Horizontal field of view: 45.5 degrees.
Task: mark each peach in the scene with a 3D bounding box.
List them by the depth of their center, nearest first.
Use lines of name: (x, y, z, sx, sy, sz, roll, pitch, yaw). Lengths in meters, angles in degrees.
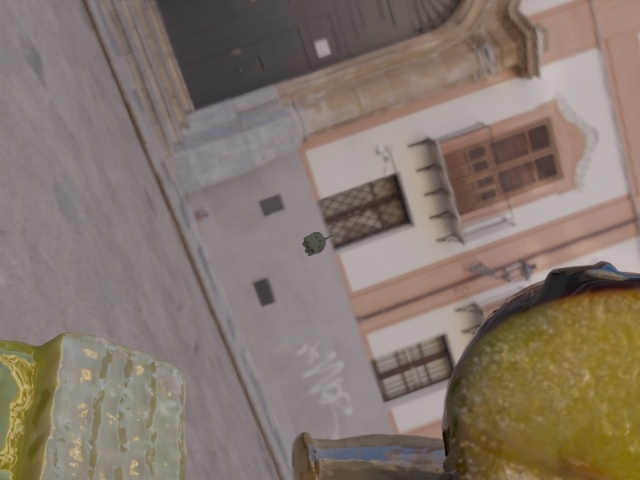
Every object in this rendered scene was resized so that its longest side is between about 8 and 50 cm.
peach: (0.312, 0.199, 0.721, 0.416, 0.339, 0.353, 26, -9, -23)

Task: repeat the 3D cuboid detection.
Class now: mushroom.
mushroom: (0.087, 0.267, 0.865, 0.108, 0.247, 0.096, -82, -179, -58)

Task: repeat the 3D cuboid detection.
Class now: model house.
model house: (-0.187, 0.162, 0.459, 0.175, 0.234, 0.193, 131, -37, -52)

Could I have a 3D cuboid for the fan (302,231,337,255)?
fan: (0.000, 0.000, 1.668, 0.004, 0.083, 0.056, 50, 17, -54)
